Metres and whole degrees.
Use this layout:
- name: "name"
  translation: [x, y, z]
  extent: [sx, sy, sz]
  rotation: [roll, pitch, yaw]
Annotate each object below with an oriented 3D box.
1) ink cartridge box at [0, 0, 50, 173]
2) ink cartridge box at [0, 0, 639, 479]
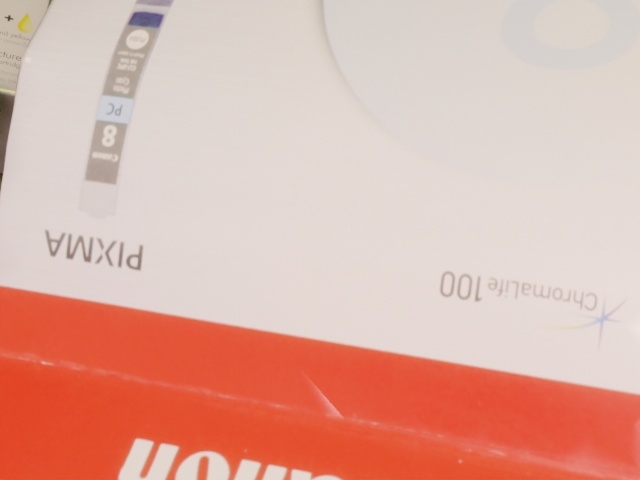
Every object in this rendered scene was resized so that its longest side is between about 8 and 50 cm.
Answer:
- name: "ink cartridge box"
  translation: [-0.190, -0.127, 1.005]
  extent: [0.104, 0.061, 0.181]
  rotation: [11, 48, -11]
- name: "ink cartridge box"
  translation: [0.000, 0.000, 0.817]
  extent: [0.308, 0.091, 0.385]
  rotation: [9, 56, 22]
